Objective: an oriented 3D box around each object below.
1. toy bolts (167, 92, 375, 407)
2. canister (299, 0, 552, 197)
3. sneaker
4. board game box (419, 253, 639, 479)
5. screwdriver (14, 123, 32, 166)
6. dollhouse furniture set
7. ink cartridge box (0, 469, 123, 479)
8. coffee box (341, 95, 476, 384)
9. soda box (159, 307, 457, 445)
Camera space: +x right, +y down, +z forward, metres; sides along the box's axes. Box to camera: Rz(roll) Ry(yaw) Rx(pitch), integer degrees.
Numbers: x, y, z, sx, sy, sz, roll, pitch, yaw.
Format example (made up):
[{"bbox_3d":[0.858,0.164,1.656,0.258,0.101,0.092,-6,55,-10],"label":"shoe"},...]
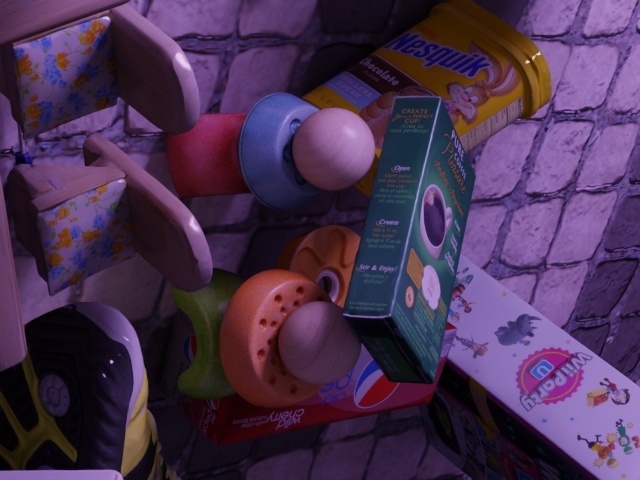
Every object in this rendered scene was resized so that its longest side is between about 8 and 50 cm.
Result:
[{"bbox_3d":[0.000,0.000,1.323,0.218,0.158,0.228,-13,99,-43],"label":"toy bolts"},{"bbox_3d":[0.082,-0.112,1.410,0.170,0.126,0.073,-34,141,-20],"label":"canister"},{"bbox_3d":[-0.181,0.183,1.376,0.147,0.145,0.384,-30,147,-38],"label":"sneaker"},{"bbox_3d":[0.212,0.180,1.625,0.097,0.303,0.224,-39,140,-17],"label":"board game box"},{"bbox_3d":[-0.210,-0.073,1.223,0.025,0.024,0.170,-56,152,-48],"label":"screwdriver"},{"bbox_3d":[-0.231,-0.046,1.013,0.362,0.256,0.394,-24,132,-27],"label":"dollhouse furniture set"},{"bbox_3d":[-0.253,0.347,1.284,0.279,0.160,0.384,-2,133,7],"label":"ink cartridge box"},{"bbox_3d":[0.068,0.000,1.278,0.113,0.040,0.184,56,42,-54],"label":"coffee box"},{"bbox_3d":[-0.007,0.102,1.509,0.263,0.092,0.083,-5,122,-44],"label":"soda box"}]
